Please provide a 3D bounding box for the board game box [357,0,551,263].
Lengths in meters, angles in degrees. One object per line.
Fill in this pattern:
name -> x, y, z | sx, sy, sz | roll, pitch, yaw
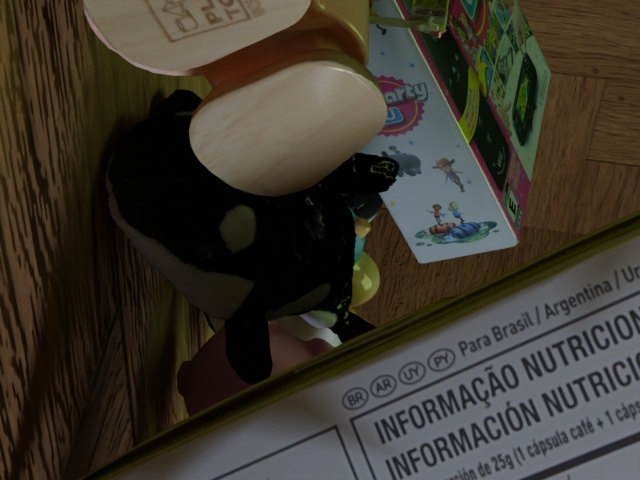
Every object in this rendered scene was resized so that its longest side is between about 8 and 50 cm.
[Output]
board game box -> 0.083, -0.167, 1.141 | 0.303, 0.098, 0.224 | 56, 35, -36

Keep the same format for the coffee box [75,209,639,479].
coffee box -> 0.144, 0.174, 0.584 | 0.338, 0.338, 0.334 | -5, 70, -66

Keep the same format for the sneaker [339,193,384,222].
sneaker -> -0.004, -0.114, 1.233 | 0.124, 0.107, 0.283 | 131, -27, -56

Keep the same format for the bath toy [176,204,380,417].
bath toy -> -0.035, 0.105, 0.870 | 0.129, 0.151, 0.348 | -46, -164, 31

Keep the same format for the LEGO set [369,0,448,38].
LEGO set -> 0.038, -0.225, 0.875 | 0.132, 0.107, 0.287 | 89, 10, -67

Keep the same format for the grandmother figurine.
grandmother figurine -> -0.022, -0.195, 0.566 | 0.207, 0.104, 0.342 | 65, 22, -45

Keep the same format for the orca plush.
orca plush -> 0.000, 0.000, 0.715 | 0.287, 0.102, 0.151 | 52, 24, -53
